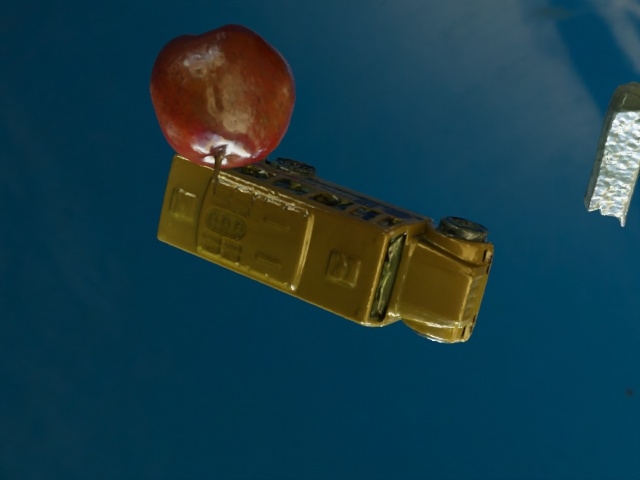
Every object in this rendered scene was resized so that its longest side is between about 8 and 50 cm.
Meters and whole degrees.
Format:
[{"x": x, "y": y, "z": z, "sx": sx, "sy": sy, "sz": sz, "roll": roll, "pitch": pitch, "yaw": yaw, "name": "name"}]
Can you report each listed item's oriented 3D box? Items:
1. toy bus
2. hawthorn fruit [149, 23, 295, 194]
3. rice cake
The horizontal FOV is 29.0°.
[{"x": 0.000, "y": 0.000, "z": 1.237, "sx": 0.123, "sy": 0.336, "sz": 0.121, "roll": -10, "pitch": -62, "yaw": -60, "name": "toy bus"}, {"x": -0.085, "y": -0.114, "z": 1.055, "sx": 0.125, "sy": 0.125, "sz": 0.140, "roll": 2, "pitch": -81, "yaw": -32, "name": "hawthorn fruit"}, {"x": 0.386, "y": -0.112, "z": 1.592, "sx": 0.206, "sy": 0.063, "sz": 0.069, "roll": 93, "pitch": -170, "yaw": -49, "name": "rice cake"}]
